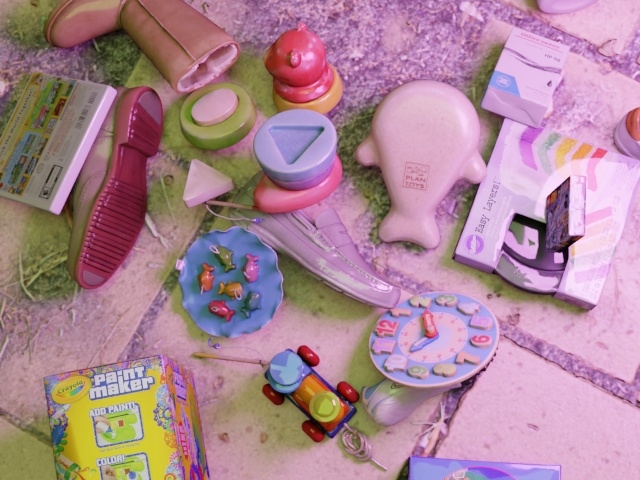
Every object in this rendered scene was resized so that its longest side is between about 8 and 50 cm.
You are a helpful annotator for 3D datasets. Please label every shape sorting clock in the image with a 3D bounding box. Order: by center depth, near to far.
[{"bbox_3d":[0.176,0.151,1.772,0.206,0.040,0.206,-13,37,10],"label":"shape sorting clock"}]

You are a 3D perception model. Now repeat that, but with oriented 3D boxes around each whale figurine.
[{"bbox_3d":[0.165,-0.128,1.858,0.216,0.141,0.272,8,103,8],"label":"whale figurine"}]

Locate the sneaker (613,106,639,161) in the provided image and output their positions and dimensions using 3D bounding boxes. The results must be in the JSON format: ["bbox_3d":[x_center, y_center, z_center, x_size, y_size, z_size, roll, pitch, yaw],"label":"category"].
[{"bbox_3d":[0.606,-0.113,1.824,0.290,0.123,0.106,35,80,8],"label":"sneaker"}]

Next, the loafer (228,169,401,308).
[{"bbox_3d":[0.000,0.000,1.831,0.319,0.112,0.111,33,92,9],"label":"loafer"}]

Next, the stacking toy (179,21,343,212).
[{"bbox_3d":[-0.104,-0.200,1.818,0.279,0.130,0.309,-8,54,5],"label":"stacking toy"}]

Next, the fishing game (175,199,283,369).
[{"bbox_3d":[-0.150,0.067,1.817,0.189,0.041,0.264,9,96,21],"label":"fishing game"}]

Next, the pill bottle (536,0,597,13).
[{"bbox_3d":[0.402,-0.506,1.914,0.121,0.121,0.221,-11,77,0],"label":"pill bottle"}]

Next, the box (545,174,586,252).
[{"bbox_3d":[0.376,-0.039,1.742,0.027,0.137,0.094,4,79,-3],"label":"box"}]

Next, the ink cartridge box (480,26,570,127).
[{"bbox_3d":[0.343,-0.283,1.870,0.104,0.060,0.180,21,58,7],"label":"ink cartridge box"}]

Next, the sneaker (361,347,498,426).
[{"bbox_3d":[0.172,0.208,1.801,0.237,0.085,0.086,-27,45,-11],"label":"sneaker"}]

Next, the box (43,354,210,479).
[{"bbox_3d":[-0.274,0.333,1.683,0.177,0.290,0.279,-11,79,0],"label":"box"}]

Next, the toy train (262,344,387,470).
[{"bbox_3d":[0.016,0.265,1.759,0.248,0.143,0.105,42,83,10],"label":"toy train"}]

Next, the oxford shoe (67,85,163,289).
[{"bbox_3d":[-0.364,-0.090,1.882,0.130,0.123,0.348,8,75,26],"label":"oxford shoe"}]

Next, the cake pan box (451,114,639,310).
[{"bbox_3d":[0.369,-0.041,1.848,0.245,0.070,0.267,21,80,9],"label":"cake pan box"}]

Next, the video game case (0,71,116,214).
[{"bbox_3d":[-0.455,-0.166,1.880,0.206,0.026,0.227,15,78,38],"label":"video game case"}]

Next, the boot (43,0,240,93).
[{"bbox_3d":[-0.304,-0.337,1.894,0.236,0.089,0.269,-40,65,-7],"label":"boot"}]

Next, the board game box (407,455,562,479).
[{"bbox_3d":[0.243,0.511,1.731,0.233,0.078,0.347,3,78,3],"label":"board game box"}]
